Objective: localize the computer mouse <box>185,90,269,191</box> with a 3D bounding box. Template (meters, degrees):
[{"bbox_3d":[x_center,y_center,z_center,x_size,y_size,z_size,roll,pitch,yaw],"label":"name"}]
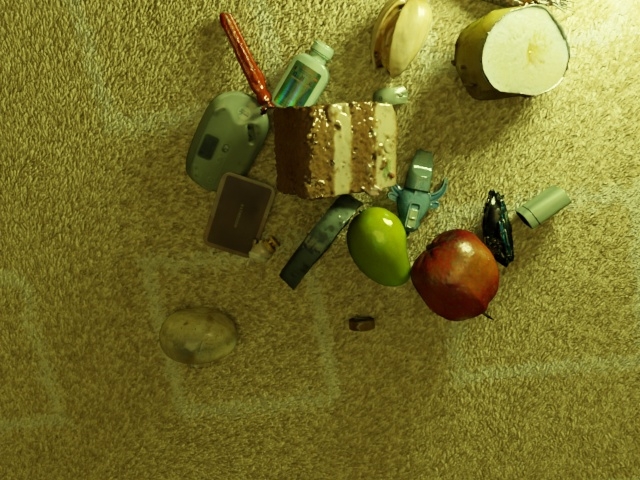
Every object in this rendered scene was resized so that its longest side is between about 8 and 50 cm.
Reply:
[{"bbox_3d":[-0.287,-0.300,1.660,0.197,0.095,0.331,29,115,-14],"label":"computer mouse"}]

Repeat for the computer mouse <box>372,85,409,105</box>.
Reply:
[{"bbox_3d":[0.209,-0.425,1.604,0.110,0.032,0.056,-8,102,8],"label":"computer mouse"}]

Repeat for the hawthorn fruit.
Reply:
[{"bbox_3d":[0.421,0.123,1.597,0.300,0.254,0.254,43,104,-8],"label":"hawthorn fruit"}]

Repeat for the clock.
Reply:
[{"bbox_3d":[0.000,0.000,1.576,0.067,0.325,0.325,38,104,1],"label":"clock"}]

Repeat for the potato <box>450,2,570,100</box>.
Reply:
[{"bbox_3d":[0.504,-0.507,1.483,0.300,0.196,0.246,-3,107,-22],"label":"potato"}]

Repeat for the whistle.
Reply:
[{"bbox_3d":[0.284,-0.140,1.637,0.180,0.093,0.269,13,98,-3],"label":"whistle"}]

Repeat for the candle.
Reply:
[{"bbox_3d":[-0.215,-0.524,1.592,0.048,0.051,0.329,-29,83,36],"label":"candle"}]

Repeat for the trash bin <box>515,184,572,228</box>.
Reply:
[{"bbox_3d":[0.647,-0.098,1.583,0.130,0.116,0.059,-36,98,12],"label":"trash bin"}]

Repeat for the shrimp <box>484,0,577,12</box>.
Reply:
[{"bbox_3d":[0.537,-0.696,1.463,0.343,0.116,0.145,22,119,1],"label":"shrimp"}]

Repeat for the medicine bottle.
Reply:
[{"bbox_3d":[-0.045,-0.473,1.597,0.121,0.083,0.229,33,103,2],"label":"medicine bottle"}]

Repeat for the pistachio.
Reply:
[{"bbox_3d":[0.223,-0.575,1.519,0.157,0.157,0.229,23,110,1],"label":"pistachio"}]

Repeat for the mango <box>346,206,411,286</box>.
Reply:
[{"bbox_3d":[0.173,0.025,1.639,0.185,0.149,0.273,7,130,27],"label":"mango"}]

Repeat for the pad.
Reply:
[{"bbox_3d":[-0.259,-0.076,1.720,0.176,0.002,0.266,18,112,-9],"label":"pad"}]

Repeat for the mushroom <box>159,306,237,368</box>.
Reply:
[{"bbox_3d":[-0.409,0.335,1.769,0.254,0.189,0.195,7,101,8],"label":"mushroom"}]

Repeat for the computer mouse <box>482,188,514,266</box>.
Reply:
[{"bbox_3d":[0.520,-0.033,1.609,0.078,0.146,0.241,-8,99,25],"label":"computer mouse"}]

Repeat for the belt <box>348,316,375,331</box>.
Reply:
[{"bbox_3d":[0.133,0.269,1.754,0.083,0.059,0.036,-4,103,8],"label":"belt"}]

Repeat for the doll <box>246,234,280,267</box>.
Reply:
[{"bbox_3d":[-0.196,0.033,1.737,0.127,0.073,0.084,-40,82,8],"label":"doll"}]

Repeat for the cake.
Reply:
[{"bbox_3d":[0.036,-0.255,1.512,0.290,0.282,0.255,-6,104,-27],"label":"cake"}]
